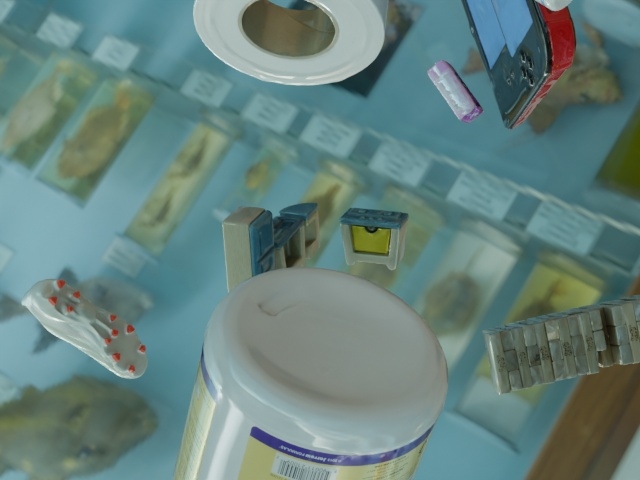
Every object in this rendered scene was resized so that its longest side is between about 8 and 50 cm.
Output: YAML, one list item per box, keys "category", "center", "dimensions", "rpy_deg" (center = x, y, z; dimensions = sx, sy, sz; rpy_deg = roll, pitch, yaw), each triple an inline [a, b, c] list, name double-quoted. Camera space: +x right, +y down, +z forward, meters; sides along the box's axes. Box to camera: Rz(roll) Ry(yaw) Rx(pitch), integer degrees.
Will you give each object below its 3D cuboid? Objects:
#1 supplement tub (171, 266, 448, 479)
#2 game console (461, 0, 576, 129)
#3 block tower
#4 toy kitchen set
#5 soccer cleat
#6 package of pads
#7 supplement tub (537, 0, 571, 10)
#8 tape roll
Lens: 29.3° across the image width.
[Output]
- category: "supplement tub"
  center: [-0.024, 0.220, 1.240]
  dimensions: [0.241, 0.241, 0.331]
  rpy_deg: [28, 127, 17]
- category: "game console"
  center: [0.288, -0.404, 1.977]
  dimensions: [0.342, 0.060, 0.387]
  rpy_deg: [121, 134, -74]
- category: "block tower"
  center: [0.399, 0.142, 1.783]
  dimensions: [0.335, 0.091, 0.097]
  rpy_deg: [-11, 180, -10]
- category: "toy kitchen set"
  center: [0.000, 0.000, 1.501]
  dimensions: [0.166, 0.207, 0.122]
  rpy_deg: [6, 116, 20]
- category: "soccer cleat"
  center: [-0.315, 0.119, 1.651]
  dimensions: [0.076, 0.068, 0.196]
  rpy_deg: [-18, 127, 44]
- category: "package of pads"
  center: [0.177, -0.195, 1.604]
  dimensions: [0.083, 0.032, 0.050]
  rpy_deg: [57, -162, 13]
- category: "supplement tub"
  center: [0.282, -0.353, 1.590]
  dimensions: [0.107, 0.071, 0.071]
  rpy_deg: [40, 174, 27]
- category: "tape roll"
  center: [-0.041, -0.350, 1.796]
  dimensions: [0.286, 0.100, 0.286]
  rpy_deg: [6, 151, 3]
